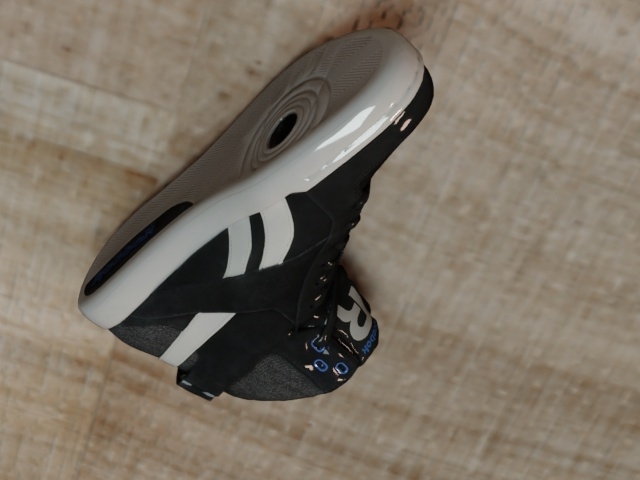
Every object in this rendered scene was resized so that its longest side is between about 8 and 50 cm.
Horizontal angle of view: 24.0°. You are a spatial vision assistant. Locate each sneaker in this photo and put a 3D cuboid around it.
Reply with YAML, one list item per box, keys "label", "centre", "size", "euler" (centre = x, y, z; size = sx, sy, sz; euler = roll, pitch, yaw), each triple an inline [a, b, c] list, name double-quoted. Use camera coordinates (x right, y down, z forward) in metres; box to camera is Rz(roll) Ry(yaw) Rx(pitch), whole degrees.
- label: "sneaker"
  centre: [0.000, 0.000, 0.668]
  size: [0.121, 0.079, 0.217]
  euler: [36, 132, -22]
